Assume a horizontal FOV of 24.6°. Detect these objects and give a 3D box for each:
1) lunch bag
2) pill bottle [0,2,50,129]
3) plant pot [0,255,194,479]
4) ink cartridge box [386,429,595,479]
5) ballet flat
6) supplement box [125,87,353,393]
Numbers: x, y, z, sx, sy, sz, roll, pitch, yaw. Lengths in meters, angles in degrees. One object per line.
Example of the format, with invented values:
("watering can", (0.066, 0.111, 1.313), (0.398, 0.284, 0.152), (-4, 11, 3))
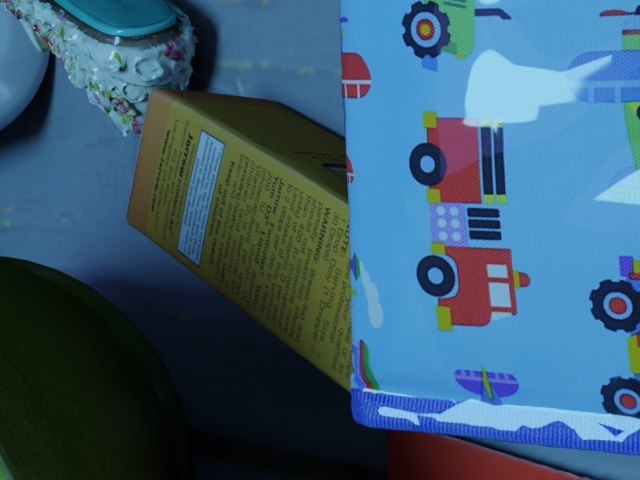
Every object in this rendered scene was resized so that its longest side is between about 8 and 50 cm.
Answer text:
("lunch bag", (0.153, -0.046, 0.424), (0.293, 0.138, 0.221), (5, 102, 43))
("pill bottle", (-0.320, -0.122, 1.030), (0.283, 0.160, 0.160), (-12, 78, 53))
("plant pot", (-0.220, 0.142, 0.671), (0.366, 0.353, 0.367), (1, 95, 11))
("ink cartridge box", (0.076, 0.285, 0.530), (0.308, 0.091, 0.385), (10, 97, 53))
("ballet flat", (-0.146, -0.133, 0.867), (0.241, 0.091, 0.077), (49, 148, 47))
("supplement box", (0.000, 0.000, 0.660), (0.233, 0.078, 0.080), (31, 113, 51))
